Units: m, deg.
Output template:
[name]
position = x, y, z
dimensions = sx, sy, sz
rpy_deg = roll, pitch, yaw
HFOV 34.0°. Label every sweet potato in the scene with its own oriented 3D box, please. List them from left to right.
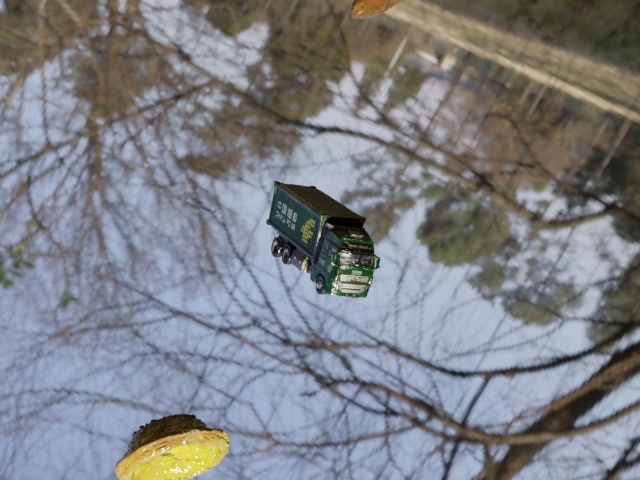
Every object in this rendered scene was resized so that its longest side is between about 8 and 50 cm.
[sweet potato]
position = 0.129, -0.421, 1.773
dimensions = 0.050, 0.050, 0.214
rpy_deg = 37, -132, 29

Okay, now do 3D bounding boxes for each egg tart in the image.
[egg tart]
position = -0.240, 0.332, 1.676
dimensions = 0.191, 0.191, 0.074
rpy_deg = 11, -132, -49

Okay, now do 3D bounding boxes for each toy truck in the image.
[toy truck]
position = 0.000, 0.000, 1.685
dimensions = 0.088, 0.121, 0.259
rpy_deg = 4, -163, -29
